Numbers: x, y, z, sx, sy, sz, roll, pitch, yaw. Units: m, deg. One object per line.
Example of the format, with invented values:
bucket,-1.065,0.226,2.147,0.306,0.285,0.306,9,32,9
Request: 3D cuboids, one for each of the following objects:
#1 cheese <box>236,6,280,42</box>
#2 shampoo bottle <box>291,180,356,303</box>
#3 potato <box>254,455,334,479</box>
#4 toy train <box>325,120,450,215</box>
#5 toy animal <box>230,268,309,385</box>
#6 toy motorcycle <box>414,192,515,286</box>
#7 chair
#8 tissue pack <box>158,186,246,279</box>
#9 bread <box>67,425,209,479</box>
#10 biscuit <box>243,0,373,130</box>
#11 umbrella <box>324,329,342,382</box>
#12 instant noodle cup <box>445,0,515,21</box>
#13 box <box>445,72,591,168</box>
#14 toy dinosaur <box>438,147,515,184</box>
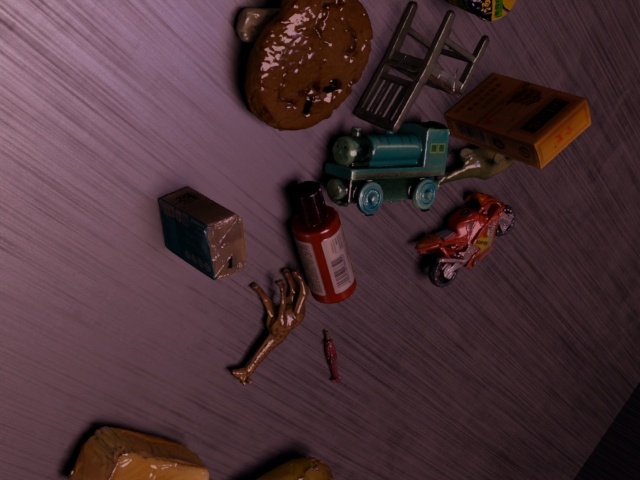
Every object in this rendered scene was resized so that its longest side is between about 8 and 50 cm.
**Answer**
cheese,-0.069,-0.400,1.645,0.194,0.043,0.065,-12,120,-37
shampoo bottle,0.000,0.000,1.868,0.104,0.104,0.278,-34,130,-23
potato,-0.101,0.614,2.076,0.300,0.140,0.173,-24,121,-25
toy train,0.143,-0.160,1.907,0.298,0.120,0.194,-7,108,-38
toy animal,-0.105,0.186,1.915,0.149,0.054,0.276,4,110,-39
toy motorcycle,0.361,-0.016,2.178,0.298,0.089,0.171,-38,130,-18
chair,0.212,-0.340,1.850,0.147,0.136,0.270,22,95,-43
tissue pack,-0.216,-0.015,1.634,0.082,0.169,0.120,-25,125,-32
bread,-0.363,0.475,1.798,0.288,0.119,0.153,29,89,-46
biscuit,-0.016,-0.332,1.667,0.296,0.075,0.296,-28,143,-24
umbrella,0.027,0.277,2.093,0.027,0.025,0.165,-49,141,-40
instant noodle cup,0.327,-0.544,1.854,0.151,0.122,0.151,-21,126,-32
box,0.437,-0.272,1.978,0.174,0.274,0.076,-41,130,-16
toy dinosaur,0.417,-0.191,2.176,0.447,0.087,0.301,-26,170,-2
